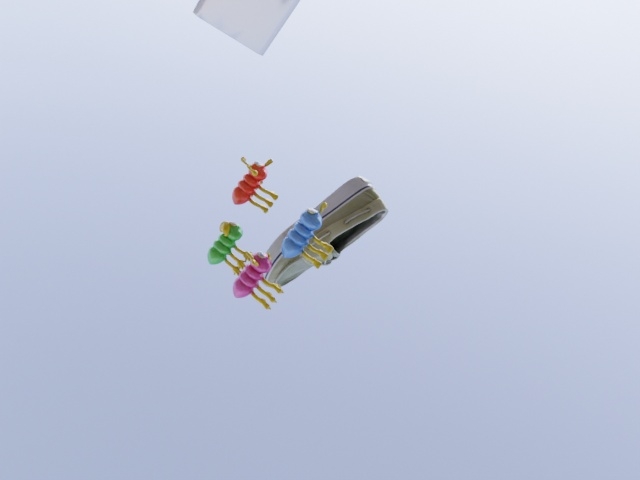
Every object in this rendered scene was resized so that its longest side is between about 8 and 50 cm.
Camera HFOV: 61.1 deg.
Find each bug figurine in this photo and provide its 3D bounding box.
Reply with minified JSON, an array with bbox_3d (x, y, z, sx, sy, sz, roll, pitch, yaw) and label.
[{"bbox_3d":[-0.104,-0.016,0.917,0.216,0.072,0.279,-57,-136,8],"label":"bug figurine"}]

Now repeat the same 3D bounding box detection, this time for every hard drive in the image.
[{"bbox_3d":[-0.150,-0.643,1.349,0.210,0.319,0.040,25,-139,-26],"label":"hard drive"}]

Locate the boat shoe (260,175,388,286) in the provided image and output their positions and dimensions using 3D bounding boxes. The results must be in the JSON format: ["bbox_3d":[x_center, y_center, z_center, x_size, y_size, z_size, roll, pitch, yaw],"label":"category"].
[{"bbox_3d":[0.000,0.000,1.074,0.302,0.109,0.094,-43,-118,10],"label":"boat shoe"}]
